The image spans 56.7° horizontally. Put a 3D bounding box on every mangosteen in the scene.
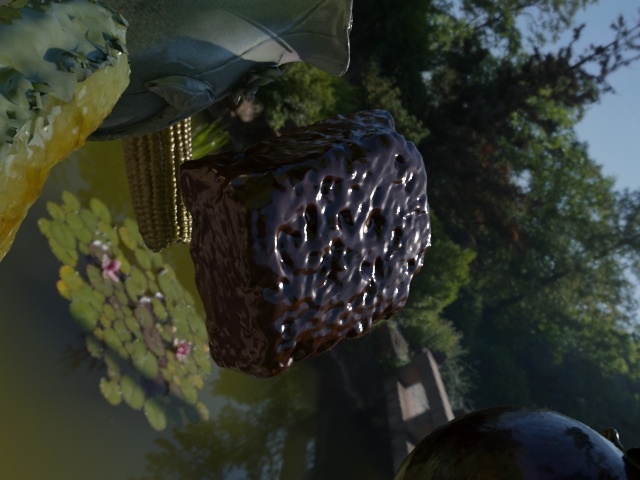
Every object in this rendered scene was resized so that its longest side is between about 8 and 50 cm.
[{"bbox_3d":[0.181,0.213,0.401,0.231,0.289,0.231,161,-90,-77],"label":"mangosteen"}]

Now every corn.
[{"bbox_3d":[-0.296,-0.152,1.096,0.131,0.131,0.345,-65,150,-79],"label":"corn"}]

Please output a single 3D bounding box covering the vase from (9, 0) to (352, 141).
[{"bbox_3d":[-0.174,-0.289,0.819,0.250,0.445,0.250,166,-90,-75],"label":"vase"}]

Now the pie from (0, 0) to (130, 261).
[{"bbox_3d":[-0.308,0.001,0.345,0.180,0.418,0.395,54,17,-31],"label":"pie"}]

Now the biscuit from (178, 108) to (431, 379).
[{"bbox_3d":[0.000,0.000,0.903,0.166,0.395,0.343,20,-55,44],"label":"biscuit"}]
